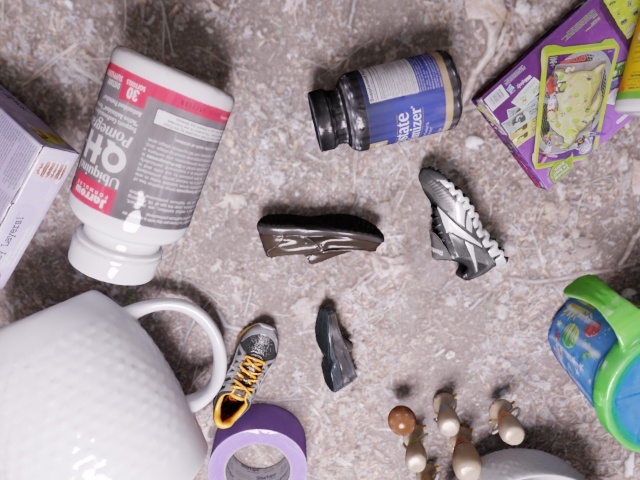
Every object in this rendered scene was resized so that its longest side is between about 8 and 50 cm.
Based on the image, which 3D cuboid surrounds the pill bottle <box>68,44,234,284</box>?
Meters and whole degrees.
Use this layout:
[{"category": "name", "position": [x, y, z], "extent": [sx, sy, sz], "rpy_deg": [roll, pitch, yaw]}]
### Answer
[{"category": "pill bottle", "position": [-0.264, -0.102, 0.670], "extent": [0.176, 0.176, 0.319], "rpy_deg": [22, 102, -10]}]

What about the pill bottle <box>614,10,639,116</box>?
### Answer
[{"category": "pill bottle", "position": [0.538, -0.307, 0.649], "extent": [0.136, 0.136, 0.246], "rpy_deg": [6, 105, -6]}]

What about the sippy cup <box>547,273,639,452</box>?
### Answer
[{"category": "sippy cup", "position": [0.540, 0.206, 0.790], "extent": [0.239, 0.224, 0.306], "rpy_deg": [-2, 106, -5]}]

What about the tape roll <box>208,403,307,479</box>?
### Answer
[{"category": "tape roll", "position": [-0.121, 0.426, 0.876], "extent": [0.188, 0.080, 0.189], "rpy_deg": [-1, 104, -4]}]

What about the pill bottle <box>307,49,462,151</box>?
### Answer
[{"category": "pill bottle", "position": [0.096, -0.210, 0.696], "extent": [0.219, 0.123, 0.123], "rpy_deg": [-14, 106, 0]}]

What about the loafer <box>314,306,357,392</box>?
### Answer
[{"category": "loafer", "position": [0.031, 0.200, 0.843], "extent": [0.061, 0.062, 0.170], "rpy_deg": [-16, 111, -23]}]

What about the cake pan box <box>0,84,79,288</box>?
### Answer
[{"category": "cake pan box", "position": [-0.517, -0.092, 0.661], "extent": [0.245, 0.070, 0.267], "rpy_deg": [37, 100, 16]}]

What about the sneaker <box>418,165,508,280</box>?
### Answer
[{"category": "sneaker", "position": [0.228, -0.019, 0.781], "extent": [0.106, 0.078, 0.234], "rpy_deg": [-39, 107, 4]}]

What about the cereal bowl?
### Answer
[{"category": "cereal bowl", "position": [0.390, 0.563, 0.916], "extent": [0.338, 0.141, 0.339], "rpy_deg": [-2, 107, -5]}]

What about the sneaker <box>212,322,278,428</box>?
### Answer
[{"category": "sneaker", "position": [-0.138, 0.253, 0.826], "extent": [0.084, 0.083, 0.215], "rpy_deg": [23, 101, -8]}]

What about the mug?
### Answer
[{"category": "mug", "position": [-0.335, 0.242, 0.731], "extent": [0.374, 0.276, 0.328], "rpy_deg": [-26, 96, -23]}]

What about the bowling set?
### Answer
[{"category": "bowling set", "position": [0.230, 0.368, 0.873], "extent": [0.200, 0.154, 0.287], "rpy_deg": [44, 100, 5]}]

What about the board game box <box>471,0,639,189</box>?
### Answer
[{"category": "board game box", "position": [0.452, -0.277, 0.745], "extent": [0.347, 0.056, 0.208], "rpy_deg": [-41, 100, 7]}]

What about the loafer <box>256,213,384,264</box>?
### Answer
[{"category": "loafer", "position": [0.000, 0.000, 0.777], "extent": [0.219, 0.080, 0.078], "rpy_deg": [4, 115, 0]}]
